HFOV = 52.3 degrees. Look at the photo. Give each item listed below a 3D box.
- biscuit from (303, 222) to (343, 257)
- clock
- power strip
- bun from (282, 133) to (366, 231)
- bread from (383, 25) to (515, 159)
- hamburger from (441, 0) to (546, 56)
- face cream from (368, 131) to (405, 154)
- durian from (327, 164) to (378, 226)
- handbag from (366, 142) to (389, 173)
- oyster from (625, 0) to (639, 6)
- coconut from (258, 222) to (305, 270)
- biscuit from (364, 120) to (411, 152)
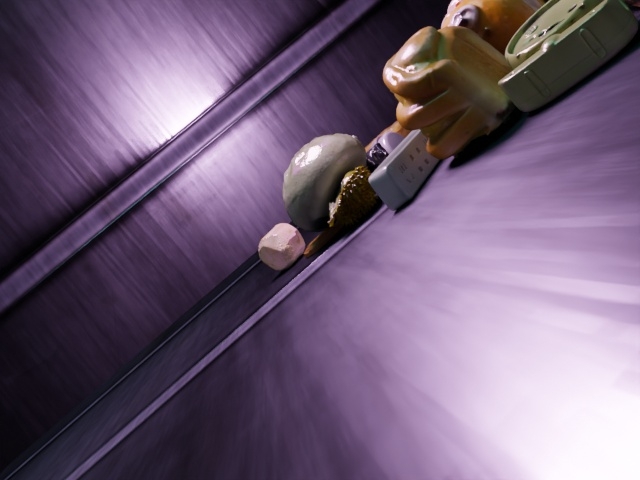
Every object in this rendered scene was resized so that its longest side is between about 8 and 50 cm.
[{"bbox_3d":[-0.001,-0.001,1.766,0.140,0.023,0.118,-46,9,-37],"label":"biscuit"},{"bbox_3d":[0.447,-0.379,1.208,0.235,0.096,0.308,-38,17,35],"label":"clock"},{"bbox_3d":[0.216,-0.188,1.474,0.062,0.091,0.385,-33,9,37],"label":"power strip"},{"bbox_3d":[-0.009,-0.166,1.707,0.283,0.179,0.283,-50,-22,-28],"label":"bun"},{"bbox_3d":[0.259,-0.308,1.350,0.211,0.270,0.316,-54,3,38],"label":"bread"},{"bbox_3d":[0.401,-0.459,1.529,0.276,0.276,0.237,-35,14,42],"label":"hamburger"},{"bbox_3d":[0.199,-0.248,1.891,0.104,0.117,0.117,-46,0,43],"label":"face cream"},{"bbox_3d":[0.078,-0.098,1.583,0.208,0.102,0.147,-50,-16,-42],"label":"durian"},{"bbox_3d":[0.180,-0.194,1.750,0.072,0.115,0.139,-40,23,-3],"label":"handbag"},{"bbox_3d":[0.641,-0.522,1.296,0.201,0.107,0.354,3,23,25],"label":"oyster"},{"bbox_3d":[-0.106,0.015,1.857,0.116,0.116,0.122,-34,13,43],"label":"coconut"},{"bbox_3d":[0.209,-0.308,2.319,0.296,0.102,0.296,-41,9,8],"label":"biscuit"}]
